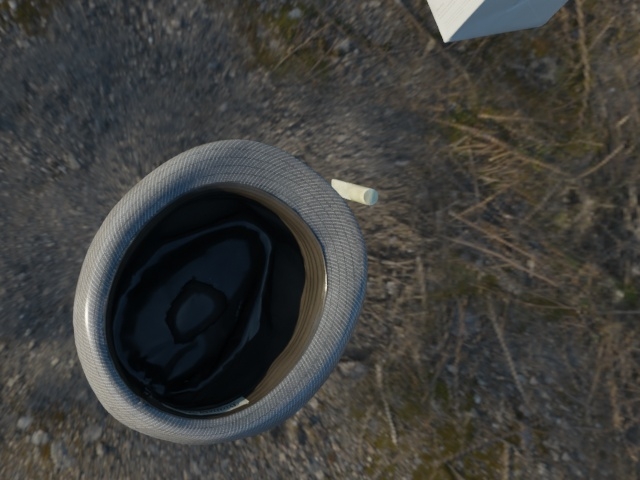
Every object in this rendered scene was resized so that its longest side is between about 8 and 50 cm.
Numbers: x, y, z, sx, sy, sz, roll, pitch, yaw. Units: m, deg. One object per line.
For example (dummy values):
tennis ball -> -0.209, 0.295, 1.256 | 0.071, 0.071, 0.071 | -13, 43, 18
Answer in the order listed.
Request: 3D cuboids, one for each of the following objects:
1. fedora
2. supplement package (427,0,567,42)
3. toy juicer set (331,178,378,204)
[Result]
fedora -> -0.099, 0.051, 0.929 | 0.243, 0.124, 0.275 | 33, 79, -13
supplement package -> 0.201, -0.361, 1.099 | 0.149, 0.194, 0.203 | -15, 77, -26
toy juicer set -> 0.000, 0.000, 1.733 | 0.089, 0.209, 0.329 | 30, 67, -21
